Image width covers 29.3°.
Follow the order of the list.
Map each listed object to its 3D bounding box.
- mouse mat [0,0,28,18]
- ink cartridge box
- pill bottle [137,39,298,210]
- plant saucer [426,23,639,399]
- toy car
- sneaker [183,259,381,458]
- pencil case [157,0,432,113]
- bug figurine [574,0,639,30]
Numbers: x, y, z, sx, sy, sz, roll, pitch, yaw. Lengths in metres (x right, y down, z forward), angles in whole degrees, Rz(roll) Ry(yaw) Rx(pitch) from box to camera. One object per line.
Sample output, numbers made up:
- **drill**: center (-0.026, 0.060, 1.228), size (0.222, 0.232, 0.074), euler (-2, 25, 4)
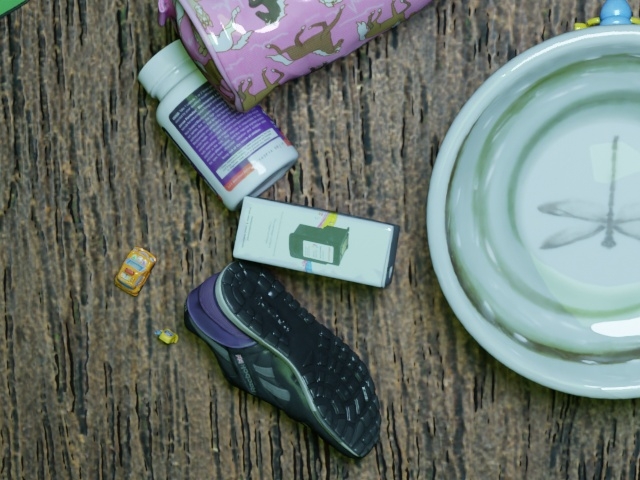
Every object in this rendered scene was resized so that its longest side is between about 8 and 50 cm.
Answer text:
- **mouse mat**: center (-0.462, -0.349, 1.527), size (0.152, 0.007, 0.190), euler (-27, 88, 9)
- **ink cartridge box**: center (0.000, 0.000, 1.417), size (0.175, 0.127, 0.072), euler (11, 92, 7)
- **pill bottle**: center (-0.124, -0.140, 1.437), size (0.108, 0.108, 0.193), euler (-40, 87, 8)
- **plant saucer**: center (0.315, -0.033, 1.322), size (0.400, 0.100, 0.401), euler (1, 102, 6)
- **toy car**: center (-0.204, 0.067, 1.493), size (0.060, 0.040, 0.122), euler (-42, 86, 8)
- **sneaker**: center (-0.046, 0.151, 1.461), size (0.283, 0.107, 0.124), euler (50, 134, -9)
- **pencil case**: center (0.014, -0.300, 1.341), size (0.386, 0.160, 0.167), euler (-34, 46, -7)
- **bug figurine**: center (0.418, -0.274, 1.340), size (0.278, 0.072, 0.216), euler (-2, 72, 9)
